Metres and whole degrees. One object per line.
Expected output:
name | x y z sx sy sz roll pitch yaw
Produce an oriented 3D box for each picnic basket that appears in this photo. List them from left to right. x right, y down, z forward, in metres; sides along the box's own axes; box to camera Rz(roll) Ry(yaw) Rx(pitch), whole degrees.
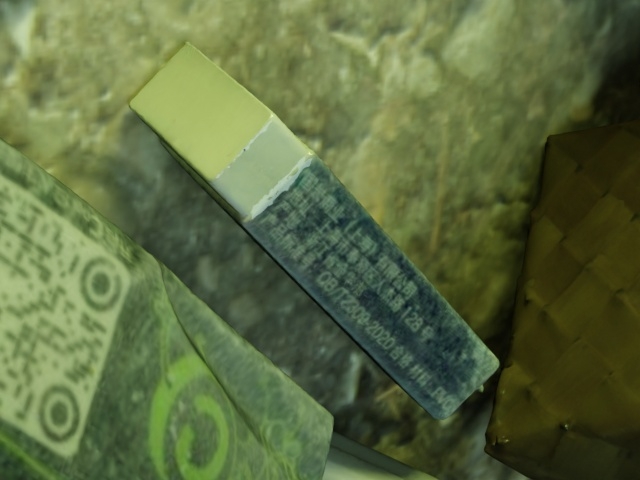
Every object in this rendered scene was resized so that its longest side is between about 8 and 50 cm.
picnic basket | 0.276 0.069 0.880 0.321 0.291 0.254 34 57 -36

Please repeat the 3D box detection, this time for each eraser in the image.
eraser | 0.000 0.000 0.799 0.046 0.092 0.212 -46 132 -2

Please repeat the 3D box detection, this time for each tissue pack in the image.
tissue pack | -0.143 0.181 0.643 0.288 0.124 0.394 43 49 -42

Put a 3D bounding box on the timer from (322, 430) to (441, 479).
timer | 0.067 0.220 0.896 0.178 0.253 0.078 -69 169 20
